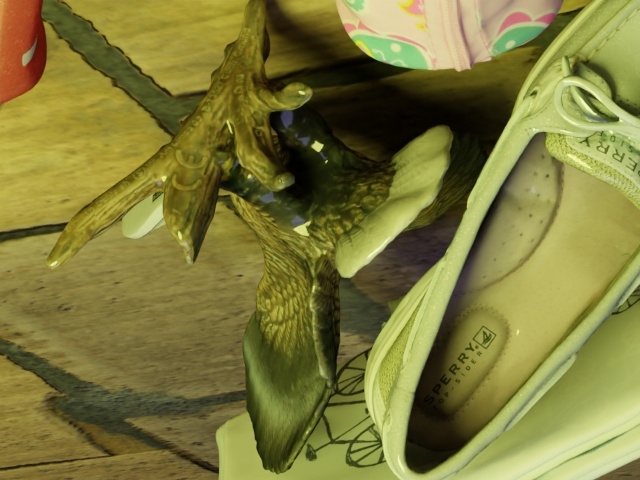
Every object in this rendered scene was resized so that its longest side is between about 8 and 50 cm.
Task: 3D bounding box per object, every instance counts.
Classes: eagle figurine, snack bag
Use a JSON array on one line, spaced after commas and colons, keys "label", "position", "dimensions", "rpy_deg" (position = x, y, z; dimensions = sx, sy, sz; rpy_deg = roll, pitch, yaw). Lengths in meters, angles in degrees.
[{"label": "eagle figurine", "position": [-0.004, -0.008, 1.036], "dimensions": [0.226, 0.225, 0.298], "rpy_deg": [-20, 143, 13]}, {"label": "snack bag", "position": [0.067, 0.108, 1.095], "dimensions": [0.342, 0.323, 0.037], "rpy_deg": [-29, 109, 8]}]

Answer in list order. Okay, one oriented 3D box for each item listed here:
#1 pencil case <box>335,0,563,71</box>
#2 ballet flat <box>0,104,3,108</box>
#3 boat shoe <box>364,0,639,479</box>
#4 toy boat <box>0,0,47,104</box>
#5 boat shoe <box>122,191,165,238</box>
[{"label": "pencil case", "position": [0.040, -0.176, 0.703], "dimensions": [0.124, 0.124, 0.284], "rpy_deg": [-4, 158, 8]}, {"label": "ballet flat", "position": [-0.289, -0.112, 0.933], "dimensions": [0.232, 0.080, 0.073], "rpy_deg": [13, -178, -24]}, {"label": "boat shoe", "position": [0.132, -0.008, 0.915], "dimensions": [0.118, 0.320, 0.103], "rpy_deg": [35, -170, -6]}, {"label": "toy boat", "position": [-0.139, -0.160, 0.749], "dimensions": [0.151, 0.151, 0.231], "rpy_deg": [-24, 166, -22]}, {"label": "boat shoe", "position": [-0.103, -0.026, 1.174], "dimensions": [0.035, 0.035, 0.100], "rpy_deg": [16, 146, -30]}]
